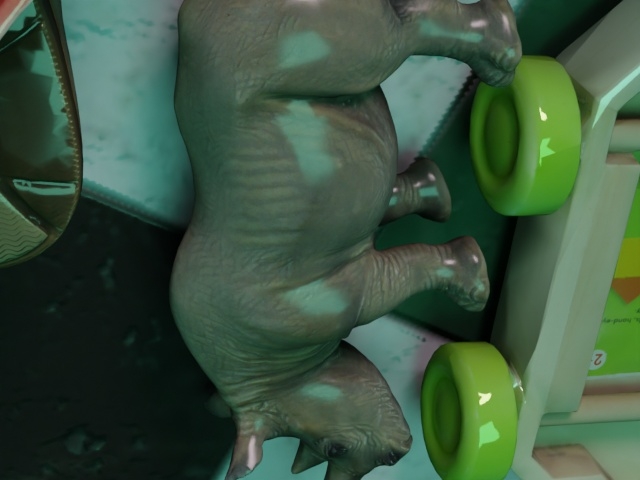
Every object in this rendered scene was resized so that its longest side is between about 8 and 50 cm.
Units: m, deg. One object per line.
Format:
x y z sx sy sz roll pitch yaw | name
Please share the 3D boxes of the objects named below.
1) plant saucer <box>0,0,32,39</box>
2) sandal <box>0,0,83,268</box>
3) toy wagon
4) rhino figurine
-0.146 -0.174 0.390 0.259 0.048 0.258 38 102 -10 | plant saucer
-0.107 -0.100 0.472 0.090 0.060 0.219 -6 113 0 | sandal
0.172 0.045 0.646 0.267 0.068 0.344 -1 119 -18 | toy wagon
0.000 0.000 0.560 0.106 0.073 0.243 -6 122 -16 | rhino figurine
